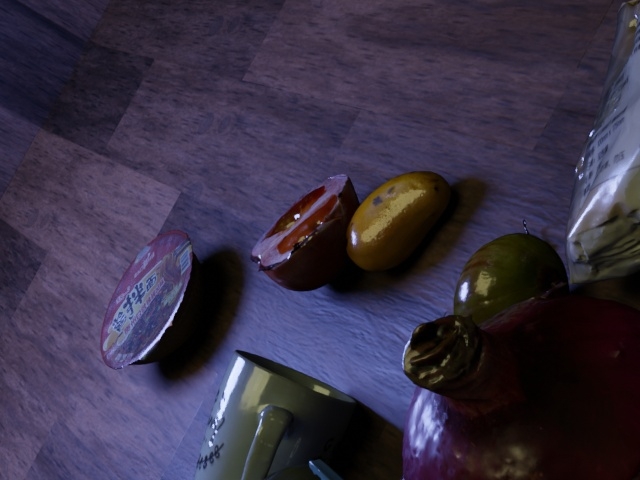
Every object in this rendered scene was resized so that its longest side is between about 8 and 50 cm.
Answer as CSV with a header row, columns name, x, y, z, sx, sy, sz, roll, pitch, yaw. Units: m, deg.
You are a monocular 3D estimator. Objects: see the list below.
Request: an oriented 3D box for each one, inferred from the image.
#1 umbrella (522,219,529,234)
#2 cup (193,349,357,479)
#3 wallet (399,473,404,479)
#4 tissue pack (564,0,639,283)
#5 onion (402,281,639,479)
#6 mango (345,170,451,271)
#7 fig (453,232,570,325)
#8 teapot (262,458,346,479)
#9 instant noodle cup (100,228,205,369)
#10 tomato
name,x,y,z,sx,sy,sz,roll,pitch,yaw
umbrella,0.282,0.029,1.856,0.022,0.022,0.149,-16,49,1
cup,-0.079,0.291,1.975,0.258,0.186,0.234,58,-125,-86
wallet,0.166,0.272,1.748,0.137,0.031,0.255,42,113,44
tissue pack,0.424,-0.154,1.616,0.375,0.195,0.390,-19,48,55
onion,0.210,0.186,1.448,0.347,0.385,0.348,-26,45,28
mango,0.109,-0.033,2.107,0.178,0.090,0.115,-51,40,9
fig,0.197,0.094,1.806,0.259,0.151,0.151,-35,37,48
teapot,0.010,0.376,1.804,0.225,0.171,0.203,32,128,55
instant noodle cup,-0.276,0.119,2.570,0.274,0.090,0.274,-37,37,35
tomato,0.000,0.000,2.225,0.199,0.112,0.228,-45,16,3
